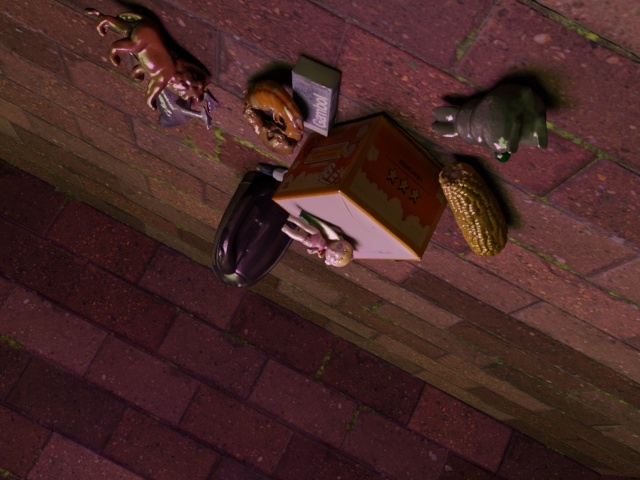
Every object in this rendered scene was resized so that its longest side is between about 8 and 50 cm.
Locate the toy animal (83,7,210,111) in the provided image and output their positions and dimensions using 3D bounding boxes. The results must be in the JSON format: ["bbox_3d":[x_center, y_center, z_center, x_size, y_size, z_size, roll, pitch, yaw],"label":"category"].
[{"bbox_3d":[-0.372,-0.413,1.658,0.312,0.157,0.097,55,-169,-45],"label":"toy animal"}]

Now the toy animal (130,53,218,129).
[{"bbox_3d":[-0.358,-0.353,1.847,0.205,0.081,0.367,23,158,9],"label":"toy animal"}]

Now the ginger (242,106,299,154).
[{"bbox_3d":[-0.121,-0.259,1.778,0.165,0.067,0.096,37,-178,-29],"label":"ginger"}]

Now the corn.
[{"bbox_3d":[0.342,-0.062,1.606,0.101,0.101,0.310,15,154,35],"label":"corn"}]

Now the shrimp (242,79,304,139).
[{"bbox_3d":[-0.105,-0.291,1.610,0.248,0.068,0.150,35,156,55],"label":"shrimp"}]

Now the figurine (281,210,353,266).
[{"bbox_3d":[0.000,0.000,1.638,0.187,0.083,0.083,28,164,-17],"label":"figurine"}]

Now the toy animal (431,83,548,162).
[{"bbox_3d":[0.294,-0.212,1.280,0.108,0.138,0.236,-7,-158,-20],"label":"toy animal"}]

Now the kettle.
[{"bbox_3d":[-0.203,-0.024,2.141,0.228,0.324,0.321,24,163,13],"label":"kettle"}]

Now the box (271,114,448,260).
[{"bbox_3d":[0.096,-0.109,1.642,0.259,0.214,0.283,40,158,-27],"label":"box"}]

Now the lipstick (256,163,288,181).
[{"bbox_3d":[-0.139,-0.193,2.055,0.116,0.037,0.037,21,162,35],"label":"lipstick"}]

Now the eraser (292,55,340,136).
[{"bbox_3d":[-0.010,-0.296,1.542,0.091,0.046,0.212,26,163,8],"label":"eraser"}]
